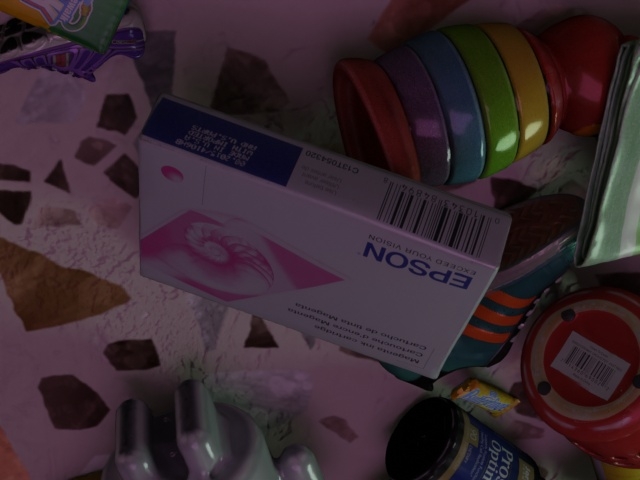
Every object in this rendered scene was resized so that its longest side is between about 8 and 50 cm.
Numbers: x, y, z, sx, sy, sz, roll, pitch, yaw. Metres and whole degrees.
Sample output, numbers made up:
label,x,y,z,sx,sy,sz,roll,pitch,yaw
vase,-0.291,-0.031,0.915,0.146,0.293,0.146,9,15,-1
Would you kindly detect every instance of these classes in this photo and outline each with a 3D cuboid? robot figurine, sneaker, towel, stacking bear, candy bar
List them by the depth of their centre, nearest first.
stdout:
label,x,y,z,sx,sy,sz,roll,pitch,yaw
sneaker,-0.250,-0.179,0.988,0.169,0.068,0.071,-11,129,1
stacking bear,0.172,-0.138,1.011,0.288,0.175,0.164,-17,84,-9
towel,0.414,-0.105,1.055,0.324,0.038,0.248,-10,122,-27
sneaker,0.193,0.064,1.163,0.302,0.108,0.121,-35,119,23
robot figurine,-0.133,0.336,1.222,0.299,0.200,0.354,-17,121,4
candy bar,0.199,0.191,1.246,0.040,0.018,0.161,-34,150,15

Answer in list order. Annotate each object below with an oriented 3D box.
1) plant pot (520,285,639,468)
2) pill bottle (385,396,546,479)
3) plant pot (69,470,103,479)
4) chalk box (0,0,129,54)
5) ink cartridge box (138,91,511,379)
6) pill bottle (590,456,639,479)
label,x,y,z,sx,sy,sz,roll,pitch,yaw
plant pot,0.329,0.146,1.142,0.191,0.191,0.174,-37,145,15
pill bottle,0.196,0.297,1.283,0.219,0.123,0.123,36,110,-24
plant pot,-0.300,0.346,1.283,0.083,0.081,0.082,-8,122,13
chalk box,-0.216,-0.288,0.860,0.288,0.180,0.179,23,115,-17
ink cartridge box,-0.017,0.030,0.997,0.324,0.071,0.330,19,147,4
pill bottle,0.401,0.284,1.311,0.103,0.103,0.184,-20,121,5
